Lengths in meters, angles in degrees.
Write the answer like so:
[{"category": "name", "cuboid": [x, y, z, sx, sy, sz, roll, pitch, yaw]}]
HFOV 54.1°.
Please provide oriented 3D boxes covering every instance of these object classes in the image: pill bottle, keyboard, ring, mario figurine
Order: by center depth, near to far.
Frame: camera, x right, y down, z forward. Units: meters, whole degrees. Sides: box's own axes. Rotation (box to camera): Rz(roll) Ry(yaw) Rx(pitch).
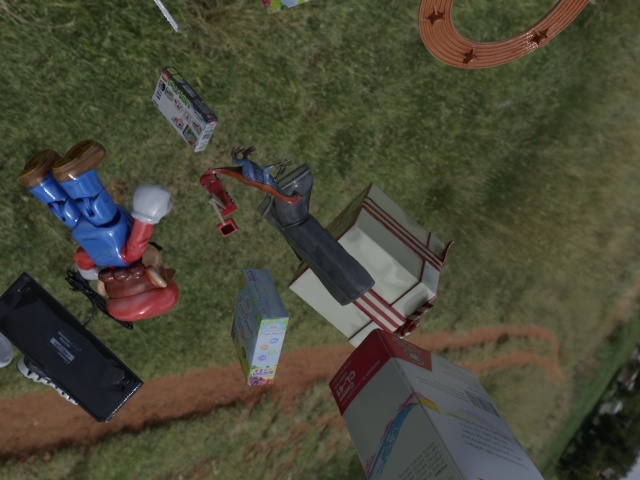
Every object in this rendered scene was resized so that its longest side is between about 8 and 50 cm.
[{"category": "mario figurine", "cuboid": [-0.319, -0.014, 0.993, 0.170, 0.198, 0.320, -37, 127, -21]}, {"category": "ring", "cuboid": [0.331, -0.417, 1.069, 0.337, 0.032, 0.336, -12, 151, -7]}, {"category": "keyboard", "cuboid": [-0.465, 0.179, 1.207, 0.201, 0.317, 0.033, -46, -179, 2]}, {"category": "keyboard", "cuboid": [-0.402, -0.590, 1.417, 0.014, 0.072, 0.256, -35, 130, 0]}, {"category": "pill bottle", "cuboid": [-0.851, 0.296, 1.534, 0.169, 0.094, 0.094, -27, 153, 11]}]

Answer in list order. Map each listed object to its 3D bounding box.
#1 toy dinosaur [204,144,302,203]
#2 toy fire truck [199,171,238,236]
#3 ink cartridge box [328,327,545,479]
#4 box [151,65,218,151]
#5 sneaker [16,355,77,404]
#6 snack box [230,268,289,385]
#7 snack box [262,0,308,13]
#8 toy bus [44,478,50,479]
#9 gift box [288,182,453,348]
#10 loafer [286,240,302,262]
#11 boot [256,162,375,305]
[{"category": "toy dinosaur", "cuboid": [-0.061, -0.063, 0.662, 0.090, 0.082, 0.047, -35, 167, 15]}, {"category": "toy fire truck", "cuboid": [-0.297, -0.111, 1.827, 0.047, 0.192, 0.135, -29, -173, 11]}, {"category": "ink cartridge box", "cuboid": [0.166, 0.286, 0.842, 0.226, 0.306, 0.131, 30, 109, -30]}, {"category": "box", "cuboid": [-0.358, -0.344, 1.642, 0.036, 0.207, 0.114, -23, 157, -47]}, {"category": "sneaker", "cuboid": [-0.586, 0.313, 1.480, 0.234, 0.078, 0.106, 35, 109, -19]}, {"category": "snack box", "cuboid": [-0.144, 0.196, 1.430, 0.070, 0.174, 0.207, -1, 125, -24]}, {"category": "snack box", "cuboid": [-0.076, -0.489, 1.145, 0.100, 0.037, 0.141, -15, 154, 13]}, {"category": "toy bus", "cuboid": [-0.565, 0.578, 1.133, 0.211, 0.149, 0.220, -10, 107, -23]}, {"category": "gift box", "cuboid": [0.126, 0.059, 1.337, 0.276, 0.258, 0.255, -42, -169, 34]}, {"category": "loafer", "cuboid": [-0.007, 0.072, 1.546, 0.095, 0.302, 0.109, -32, 141, 11]}, {"category": "boot", "cuboid": [0.002, -0.002, 0.946, 0.076, 0.208, 0.189, -36, 176, -20]}]
